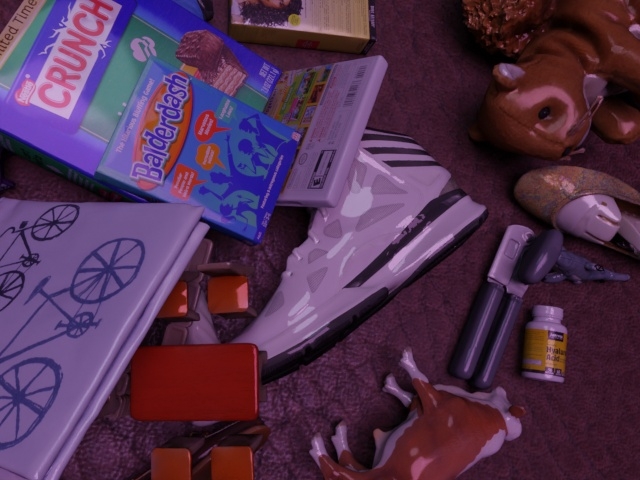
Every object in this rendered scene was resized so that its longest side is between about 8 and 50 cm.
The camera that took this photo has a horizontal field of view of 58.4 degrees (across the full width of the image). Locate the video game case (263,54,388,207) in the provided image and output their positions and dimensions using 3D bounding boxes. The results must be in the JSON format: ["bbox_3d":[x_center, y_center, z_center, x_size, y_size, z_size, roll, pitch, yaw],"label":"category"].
[{"bbox_3d":[-0.026,-0.151,0.808,0.026,0.206,0.227,37,66,-45],"label":"video game case"}]

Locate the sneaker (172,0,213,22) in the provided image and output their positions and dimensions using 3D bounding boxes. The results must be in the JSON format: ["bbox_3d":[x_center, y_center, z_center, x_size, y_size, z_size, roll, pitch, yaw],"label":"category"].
[{"bbox_3d":[-0.230,-0.370,0.862,0.152,0.058,0.084,36,59,8],"label":"sneaker"}]

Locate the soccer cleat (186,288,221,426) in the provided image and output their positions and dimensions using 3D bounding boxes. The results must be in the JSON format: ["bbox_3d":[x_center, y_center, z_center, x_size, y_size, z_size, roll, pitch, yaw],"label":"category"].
[{"bbox_3d":[-0.158,0.153,0.788,0.076,0.068,0.196,-2,87,-21],"label":"soccer cleat"}]

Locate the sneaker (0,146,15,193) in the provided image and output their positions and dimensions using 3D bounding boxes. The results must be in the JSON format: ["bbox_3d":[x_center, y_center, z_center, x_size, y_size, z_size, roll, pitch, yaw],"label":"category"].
[{"bbox_3d":[-0.461,-0.064,0.735,0.098,0.083,0.223,27,74,-14],"label":"sneaker"}]

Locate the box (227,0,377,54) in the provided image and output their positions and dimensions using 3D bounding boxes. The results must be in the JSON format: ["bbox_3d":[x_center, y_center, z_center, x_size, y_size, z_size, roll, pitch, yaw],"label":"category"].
[{"bbox_3d":[-0.028,-0.355,0.910,0.232,0.058,0.087,0,80,-15],"label":"box"}]

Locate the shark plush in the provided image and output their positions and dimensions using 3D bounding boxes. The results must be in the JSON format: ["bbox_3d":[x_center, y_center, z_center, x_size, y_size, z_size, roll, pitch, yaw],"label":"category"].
[{"bbox_3d":[0.442,0.054,0.957,0.161,0.067,0.073,26,75,-9],"label":"shark plush"}]

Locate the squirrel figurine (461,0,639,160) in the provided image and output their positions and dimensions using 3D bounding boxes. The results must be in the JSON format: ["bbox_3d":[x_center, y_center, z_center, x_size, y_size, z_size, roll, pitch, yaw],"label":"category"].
[{"bbox_3d":[0.380,-0.316,0.939,0.370,0.281,0.397,-35,76,-7],"label":"squirrel figurine"}]

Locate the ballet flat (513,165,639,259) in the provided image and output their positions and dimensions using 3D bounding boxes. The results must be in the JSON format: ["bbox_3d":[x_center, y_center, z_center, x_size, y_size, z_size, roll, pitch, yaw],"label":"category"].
[{"bbox_3d":[0.490,-0.031,0.951,0.348,0.123,0.123,16,77,-14],"label":"ballet flat"}]

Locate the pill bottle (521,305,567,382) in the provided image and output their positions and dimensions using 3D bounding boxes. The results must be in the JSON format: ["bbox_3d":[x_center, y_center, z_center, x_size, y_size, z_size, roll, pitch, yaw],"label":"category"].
[{"bbox_3d":[0.360,0.166,0.918,0.065,0.065,0.116,12,77,-13],"label":"pill bottle"}]

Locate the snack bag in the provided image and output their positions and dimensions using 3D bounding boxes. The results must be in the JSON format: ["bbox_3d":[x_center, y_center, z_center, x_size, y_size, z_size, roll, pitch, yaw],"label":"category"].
[{"bbox_3d":[-0.327,0.079,0.623,0.342,0.037,0.323,4,51,24],"label":"snack bag"}]

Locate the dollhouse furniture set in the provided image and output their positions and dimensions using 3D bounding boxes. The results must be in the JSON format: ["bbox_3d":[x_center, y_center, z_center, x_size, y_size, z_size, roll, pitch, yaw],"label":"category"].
[{"bbox_3d":[-0.192,0.160,0.643,0.259,0.135,0.262,-5,80,12],"label":"dollhouse furniture set"}]

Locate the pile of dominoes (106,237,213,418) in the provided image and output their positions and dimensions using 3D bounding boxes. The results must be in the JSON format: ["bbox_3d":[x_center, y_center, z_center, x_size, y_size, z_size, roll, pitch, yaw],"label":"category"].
[{"bbox_3d":[-0.259,0.101,0.760,0.196,0.040,0.251,14,83,11],"label":"pile of dominoes"}]

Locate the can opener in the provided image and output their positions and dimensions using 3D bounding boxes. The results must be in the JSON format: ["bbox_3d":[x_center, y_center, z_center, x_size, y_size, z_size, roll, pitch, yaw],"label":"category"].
[{"bbox_3d":[0.288,0.097,0.903,0.074,0.093,0.280,29,79,-9],"label":"can opener"}]

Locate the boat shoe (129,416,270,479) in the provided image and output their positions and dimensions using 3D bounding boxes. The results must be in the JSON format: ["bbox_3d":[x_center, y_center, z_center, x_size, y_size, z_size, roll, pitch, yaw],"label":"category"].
[{"bbox_3d":[-0.167,0.290,0.756,0.207,0.073,0.073,-30,49,-23],"label":"boat shoe"}]

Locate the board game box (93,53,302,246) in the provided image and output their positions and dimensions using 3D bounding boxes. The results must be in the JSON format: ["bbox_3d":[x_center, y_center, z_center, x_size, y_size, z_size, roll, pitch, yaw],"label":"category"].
[{"bbox_3d":[-0.146,-0.106,0.710,0.210,0.047,0.160,24,76,-20],"label":"board game box"}]

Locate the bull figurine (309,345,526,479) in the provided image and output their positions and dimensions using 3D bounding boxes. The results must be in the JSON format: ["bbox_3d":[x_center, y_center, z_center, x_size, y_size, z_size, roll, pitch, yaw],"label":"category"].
[{"bbox_3d":[0.137,0.273,0.798,0.310,0.101,0.188,-36,64,-24],"label":"bull figurine"}]

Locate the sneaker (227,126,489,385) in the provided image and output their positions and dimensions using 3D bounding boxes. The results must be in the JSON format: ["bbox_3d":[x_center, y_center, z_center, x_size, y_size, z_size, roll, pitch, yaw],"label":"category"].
[{"bbox_3d":[0.000,0.000,0.829,0.447,0.169,0.257,-35,77,-18],"label":"sneaker"}]

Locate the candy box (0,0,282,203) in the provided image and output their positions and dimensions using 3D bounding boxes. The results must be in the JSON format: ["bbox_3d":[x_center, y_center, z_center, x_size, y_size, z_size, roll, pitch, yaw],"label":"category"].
[{"bbox_3d":[-0.251,-0.189,0.764,0.317,0.122,0.268,28,73,-18],"label":"candy box"}]
